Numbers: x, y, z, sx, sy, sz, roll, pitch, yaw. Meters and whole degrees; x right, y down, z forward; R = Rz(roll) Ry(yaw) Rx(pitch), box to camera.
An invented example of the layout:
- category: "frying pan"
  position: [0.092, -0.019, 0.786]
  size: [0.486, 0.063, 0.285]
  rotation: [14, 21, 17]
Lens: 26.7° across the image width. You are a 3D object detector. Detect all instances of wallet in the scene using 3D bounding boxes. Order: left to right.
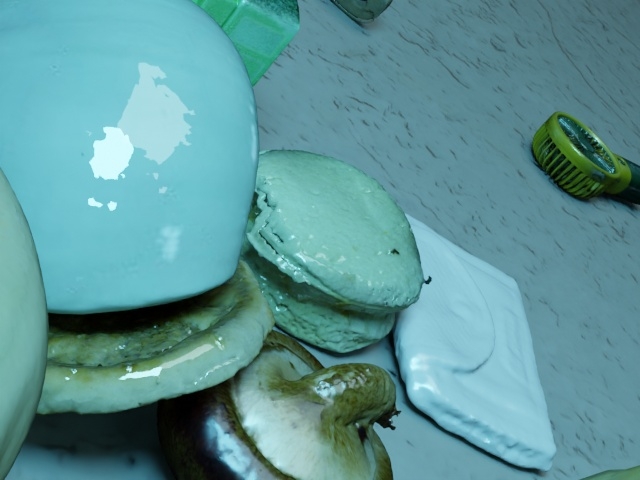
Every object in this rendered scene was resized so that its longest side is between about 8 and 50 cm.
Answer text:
- category: "wallet"
  position: [0.093, 0.059, 0.859]
  size: [0.124, 0.032, 0.183]
  rotation: [32, 28, -22]

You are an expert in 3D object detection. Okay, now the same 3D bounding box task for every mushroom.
- category: "mushroom"
  position: [-0.019, 0.089, 0.612]
  size: [0.127, 0.087, 0.127]
  rotation: [33, 25, -17]

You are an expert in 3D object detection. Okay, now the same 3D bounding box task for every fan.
- category: "fan"
  position: [0.253, -0.064, 1.228]
  size: [0.155, 0.039, 0.082]
  rotation: [19, 34, -38]

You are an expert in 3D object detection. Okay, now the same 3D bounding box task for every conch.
- category: "conch"
  position: [-0.119, -0.051, 0.627]
  size: [0.221, 0.185, 0.121]
  rotation: [46, -15, 50]

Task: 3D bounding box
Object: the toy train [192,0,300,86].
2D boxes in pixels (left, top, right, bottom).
- category: "toy train"
  position: [-0.135, -0.140, 0.764]
  size: [0.251, 0.119, 0.085]
  rotation: [21, 35, -36]

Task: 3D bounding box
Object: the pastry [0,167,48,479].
- category: "pastry"
  position: [-0.209, 0.016, 0.438]
  size: [0.265, 0.133, 0.265]
  rotation: [28, 34, -21]

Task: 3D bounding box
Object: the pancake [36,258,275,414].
- category: "pancake"
  position: [-0.094, 0.031, 0.598]
  size: [0.151, 0.025, 0.151]
  rotation: [-1, 25, 1]

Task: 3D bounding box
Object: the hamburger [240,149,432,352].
- category: "hamburger"
  position: [0.000, 0.000, 0.793]
  size: [0.133, 0.062, 0.140]
  rotation: [27, 33, -23]

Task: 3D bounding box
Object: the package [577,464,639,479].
- category: "package"
  position: [0.034, 0.191, 0.456]
  size: [0.311, 0.221, 0.165]
  rotation: [-5, 73, -54]

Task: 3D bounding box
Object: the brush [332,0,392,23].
- category: "brush"
  position: [-0.073, -0.298, 1.135]
  size: [0.327, 0.070, 0.065]
  rotation: [42, 46, -2]
